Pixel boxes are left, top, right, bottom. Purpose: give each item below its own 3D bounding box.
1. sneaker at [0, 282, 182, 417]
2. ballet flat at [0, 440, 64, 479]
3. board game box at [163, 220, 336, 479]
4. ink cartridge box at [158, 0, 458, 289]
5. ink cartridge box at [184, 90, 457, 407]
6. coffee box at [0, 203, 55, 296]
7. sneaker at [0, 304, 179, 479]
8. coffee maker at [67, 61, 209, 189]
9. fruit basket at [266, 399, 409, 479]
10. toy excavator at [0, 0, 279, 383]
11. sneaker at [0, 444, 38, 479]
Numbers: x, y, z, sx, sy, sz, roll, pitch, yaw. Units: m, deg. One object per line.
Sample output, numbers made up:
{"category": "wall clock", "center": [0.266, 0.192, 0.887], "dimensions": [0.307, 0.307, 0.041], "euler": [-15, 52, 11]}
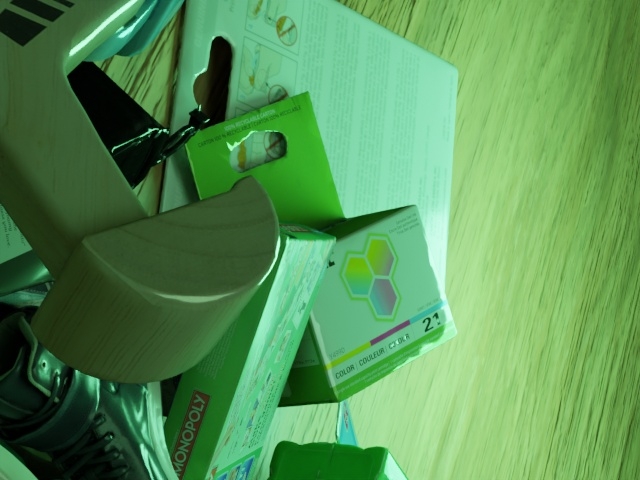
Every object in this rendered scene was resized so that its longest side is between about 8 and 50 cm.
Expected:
{"category": "sneaker", "center": [-0.194, 0.070, 1.286], "dimensions": [0.283, 0.110, 0.122], "euler": [49, 58, -41]}
{"category": "ballet flat", "center": [-0.216, 0.158, 1.237], "dimensions": [0.248, 0.086, 0.086], "euler": [58, 38, -40]}
{"category": "board game box", "center": [-0.076, 0.139, 1.343], "dimensions": [0.213, 0.046, 0.317], "euler": [4, 106, -79]}
{"category": "ink cartridge box", "center": [-0.022, -0.084, 1.668], "dimensions": [0.385, 0.091, 0.308], "euler": [21, 67, -42]}
{"category": "ink cartridge box", "center": [0.000, 0.000, 1.538], "dimensions": [0.188, 0.097, 0.255], "euler": [-25, 102, -46]}
{"category": "coffee box", "center": [-0.308, -0.002, 0.981], "dimensions": [0.297, 0.168, 0.119], "euler": [-20, 104, -61]}
{"category": "sneaker", "center": [-0.164, 0.149, 1.132], "dimensions": [0.163, 0.086, 0.226], "euler": [28, 40, -56]}
{"category": "coffee maker", "center": [-0.203, -0.099, 1.174], "dimensions": [0.178, 0.120, 0.171], "euler": [47, 27, 10]}
{"category": "fruit basket", "center": [0.033, 0.365, 1.573], "dimensions": [0.327, 0.165, 0.353], "euler": [-71, 149, -46]}
{"category": "toy excavator", "center": [-0.167, -0.168, 1.019], "dimensions": [0.433, 0.222, 0.445], "euler": [36, 43, -3]}
{"category": "sneaker", "center": [-0.195, 0.251, 0.991], "dimensions": [0.350, 0.131, 0.148], "euler": [56, 23, -20]}
